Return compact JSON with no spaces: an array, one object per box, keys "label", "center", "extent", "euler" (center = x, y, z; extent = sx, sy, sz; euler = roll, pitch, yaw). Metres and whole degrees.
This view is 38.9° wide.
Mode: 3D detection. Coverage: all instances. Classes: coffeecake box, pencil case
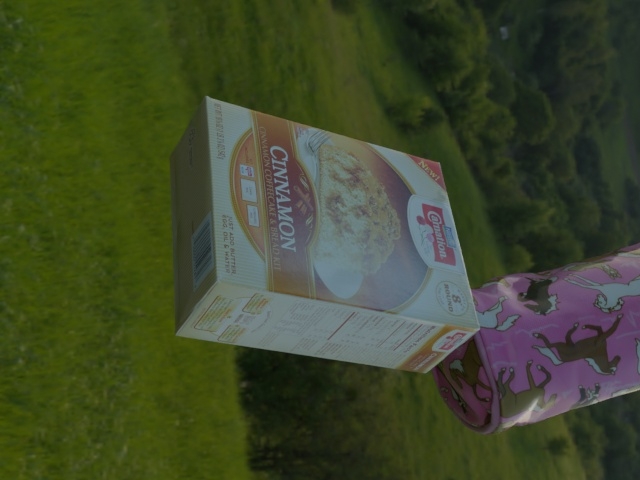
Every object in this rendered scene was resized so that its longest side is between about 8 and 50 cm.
[{"label":"coffeecake box","center":[0.000,0.000,0.599],"extent":[0.185,0.068,0.142],"euler":[12,50,-27]},{"label":"pencil case","center":[0.301,0.081,0.957],"extent":[0.167,0.386,0.160],"euler":[155,-81,-74]}]
